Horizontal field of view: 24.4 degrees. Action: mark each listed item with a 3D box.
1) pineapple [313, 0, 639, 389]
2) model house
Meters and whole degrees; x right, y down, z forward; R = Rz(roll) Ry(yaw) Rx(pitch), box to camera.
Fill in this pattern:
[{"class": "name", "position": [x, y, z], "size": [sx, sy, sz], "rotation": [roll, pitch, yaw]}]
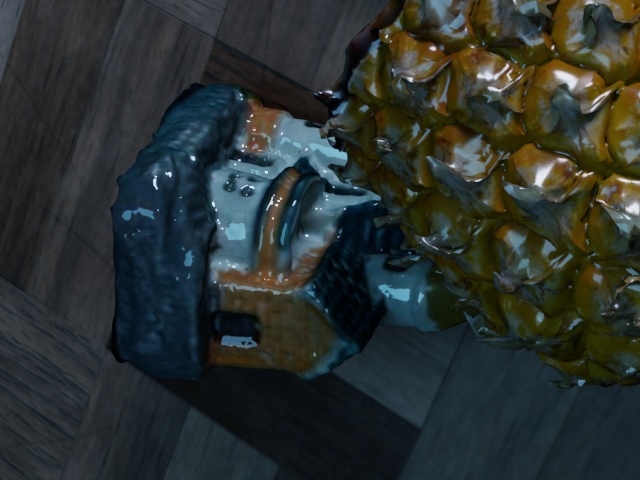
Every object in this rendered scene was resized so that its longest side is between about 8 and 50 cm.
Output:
[{"class": "pineapple", "position": [0.199, -0.079, 1.011], "size": [0.300, 0.352, 0.352], "rotation": [45, 117, 11]}, {"class": "model house", "position": [0.000, 0.000, 1.208], "size": [0.291, 0.253, 0.184], "rotation": [10, 117, 12]}]
